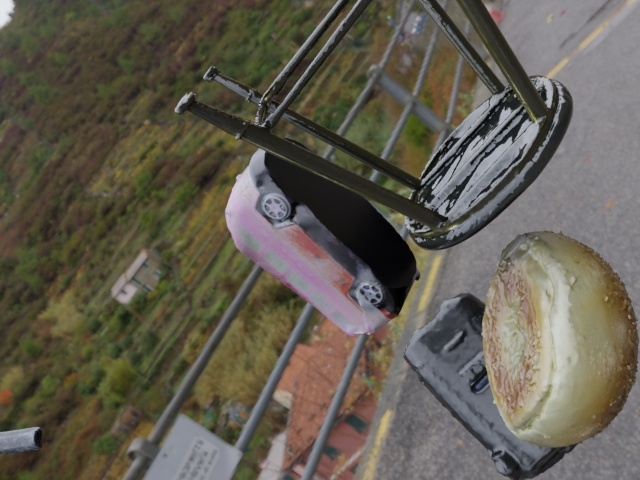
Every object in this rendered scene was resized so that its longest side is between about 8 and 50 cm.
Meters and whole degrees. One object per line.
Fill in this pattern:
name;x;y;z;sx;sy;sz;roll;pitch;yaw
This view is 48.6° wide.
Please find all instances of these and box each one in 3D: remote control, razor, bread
remote control;-0.528;0.347;1.224;0.014;0.096;0.039;63;-161;-72
razor;0.304;0.257;1.258;0.189;0.327;0.107;-43;-29;6
bread;0.331;0.132;0.988;0.305;0.159;0.305;-179;90;-86

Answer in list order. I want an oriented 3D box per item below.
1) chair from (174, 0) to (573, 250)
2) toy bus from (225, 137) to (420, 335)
chair;0.093;-0.217;0.977;0.364;0.410;0.362;-49;15;12
toy bus;0.000;0.000;1.018;0.147;0.303;0.127;-43;10;38
